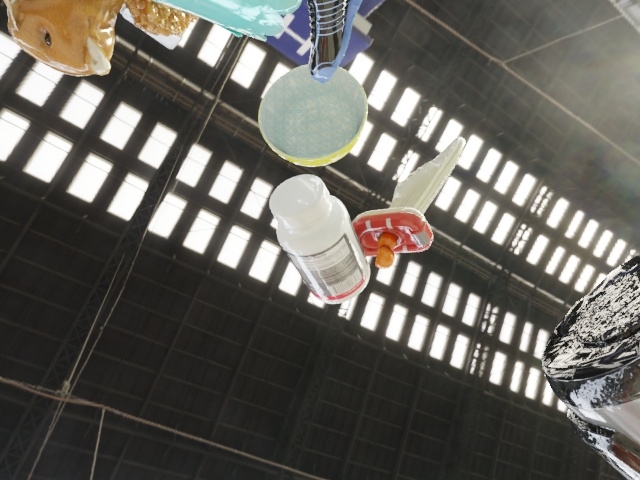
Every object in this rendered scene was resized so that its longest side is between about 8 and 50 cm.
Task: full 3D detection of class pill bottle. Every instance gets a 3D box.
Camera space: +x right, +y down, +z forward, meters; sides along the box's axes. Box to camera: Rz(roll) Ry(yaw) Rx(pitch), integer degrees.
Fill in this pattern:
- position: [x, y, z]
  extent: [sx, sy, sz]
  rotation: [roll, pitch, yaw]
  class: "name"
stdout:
- position: [0.000, 0.000, 1.040]
  extent: [0.176, 0.176, 0.319]
  rotation: [-41, -44, -14]
  class: "pill bottle"

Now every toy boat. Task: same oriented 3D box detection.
- position: [0.178, 0.009, 1.151]
  extent: [0.151, 0.231, 0.151]
  rotation: [49, -130, -38]
  class: "toy boat"

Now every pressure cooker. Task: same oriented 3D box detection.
- position: [0.611, 0.235, 0.620]
  extent: [0.420, 0.375, 0.370]
  rotation: [44, -131, 9]
  class: "pressure cooker"

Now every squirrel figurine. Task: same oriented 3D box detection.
- position: [-0.383, -0.487, 0.770]
  extent: [0.396, 0.281, 0.371]
  rotation: [-7, -67, -33]
  class: "squirrel figurine"

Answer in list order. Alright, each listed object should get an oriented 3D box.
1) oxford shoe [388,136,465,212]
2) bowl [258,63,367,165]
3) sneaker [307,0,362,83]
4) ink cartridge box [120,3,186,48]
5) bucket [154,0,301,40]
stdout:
- position: [0.341, -0.187, 1.465]
  extent: [0.130, 0.169, 0.449]
  rotation: [36, -95, 16]
  class: "oxford shoe"
- position: [-0.010, -0.314, 1.176]
  extent: [0.289, 0.156, 0.290]
  rotation: [-3, -108, 9]
  class: "bowl"
- position: [0.010, -0.369, 0.679]
  extent: [0.090, 0.081, 0.232]
  rotation: [8, -47, -20]
  class: "sneaker"
- position: [-0.403, -0.643, 1.124]
  extent: [0.153, 0.086, 0.209]
  rotation: [27, -105, -35]
  class: "ink cartridge box"
- position: [-0.145, -0.459, 0.628]
  extent: [0.183, 0.281, 0.281]
  rotation: [-3, -85, -35]
  class: "bucket"
